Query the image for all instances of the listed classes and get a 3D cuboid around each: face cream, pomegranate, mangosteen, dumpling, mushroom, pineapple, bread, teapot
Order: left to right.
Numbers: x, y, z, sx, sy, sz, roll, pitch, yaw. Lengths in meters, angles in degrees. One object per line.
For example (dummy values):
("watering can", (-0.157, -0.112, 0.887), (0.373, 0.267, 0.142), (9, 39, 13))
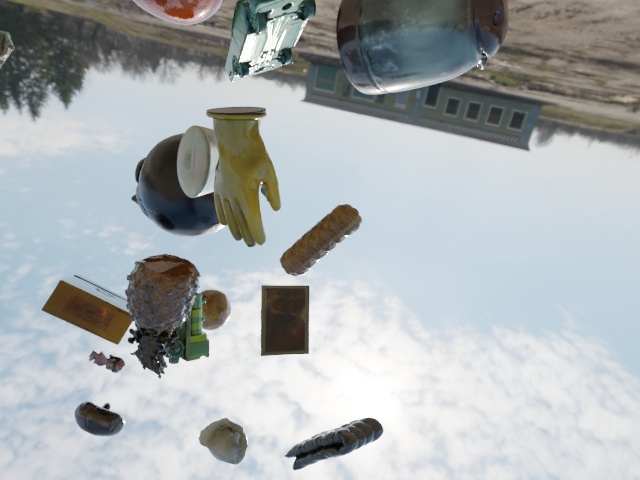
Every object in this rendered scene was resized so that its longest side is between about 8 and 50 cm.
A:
("mushroom", (-0.612, 0.495, 1.180), (0.135, 0.080, 0.170), (35, 156, -8))
("pineapple", (-0.366, 0.176, 0.961), (0.157, 0.279, 0.158), (15, -164, -4))
("mangosteen", (-0.490, -0.192, 1.554), (0.434, 0.383, 0.382), (-7, -175, 42))
("pomegranate", (-0.495, 0.310, 1.925), (0.191, 0.192, 0.191), (10, -159, -4))
("face cream", (-0.302, -0.220, 1.176), (0.081, 0.174, 0.348), (7, -168, -2))
("dumpling", (-0.326, 0.687, 1.467), (0.188, 0.108, 0.127), (44, -120, -13))
("bread", (0.000, 0.000, 0.698), (0.052, 0.157, 0.044), (48, -174, -18))
("teapot", (0.212, -0.472, 0.860), (0.312, 0.315, 0.233), (8, -140, 36))

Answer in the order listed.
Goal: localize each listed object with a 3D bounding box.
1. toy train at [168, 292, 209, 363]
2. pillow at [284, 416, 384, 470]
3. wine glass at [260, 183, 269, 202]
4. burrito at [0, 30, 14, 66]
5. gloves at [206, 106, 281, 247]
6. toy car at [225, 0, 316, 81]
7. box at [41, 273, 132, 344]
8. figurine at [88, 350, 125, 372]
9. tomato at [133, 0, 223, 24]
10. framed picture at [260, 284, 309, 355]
("toy train", (-0.368, 0.226, 1.148), (0.132, 0.201, 0.083), (-1, -175, -42))
("pillow", (0.053, 0.746, 1.570), (0.228, 0.326, 0.101), (3, -124, -49))
("wine glass", (-0.168, -0.156, 1.316), (0.038, 0.042, 0.083), (-21, -121, -21))
("burrito", (-0.874, -0.497, 1.006), (0.089, 0.144, 0.229), (8, 163, 36))
("gloves", (-0.166, -0.123, 0.895), (0.116, 0.295, 0.133), (-20, -151, -40))
("toy car", (-0.111, -0.411, 0.830), (0.141, 0.097, 0.320), (-25, -176, -18))
("box", (-0.809, 0.236, 1.534), (0.264, 0.116, 0.415), (31, 167, -18))
("figurine", (-0.785, 0.443, 1.573), (0.129, 0.072, 0.054), (30, -147, -7))
("tomato", (-0.361, -0.701, 1.015), (0.321, 0.322, 0.321), (10, -159, -4))
("framed picture", (-0.148, 0.333, 1.785), (0.211, 0.290, 0.020), (3, 174, -19))
